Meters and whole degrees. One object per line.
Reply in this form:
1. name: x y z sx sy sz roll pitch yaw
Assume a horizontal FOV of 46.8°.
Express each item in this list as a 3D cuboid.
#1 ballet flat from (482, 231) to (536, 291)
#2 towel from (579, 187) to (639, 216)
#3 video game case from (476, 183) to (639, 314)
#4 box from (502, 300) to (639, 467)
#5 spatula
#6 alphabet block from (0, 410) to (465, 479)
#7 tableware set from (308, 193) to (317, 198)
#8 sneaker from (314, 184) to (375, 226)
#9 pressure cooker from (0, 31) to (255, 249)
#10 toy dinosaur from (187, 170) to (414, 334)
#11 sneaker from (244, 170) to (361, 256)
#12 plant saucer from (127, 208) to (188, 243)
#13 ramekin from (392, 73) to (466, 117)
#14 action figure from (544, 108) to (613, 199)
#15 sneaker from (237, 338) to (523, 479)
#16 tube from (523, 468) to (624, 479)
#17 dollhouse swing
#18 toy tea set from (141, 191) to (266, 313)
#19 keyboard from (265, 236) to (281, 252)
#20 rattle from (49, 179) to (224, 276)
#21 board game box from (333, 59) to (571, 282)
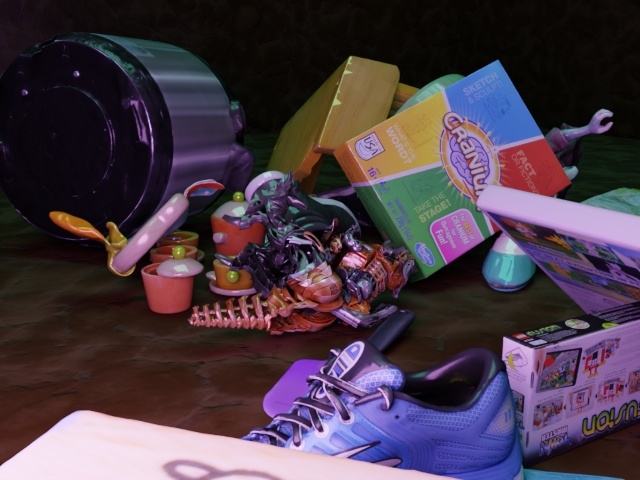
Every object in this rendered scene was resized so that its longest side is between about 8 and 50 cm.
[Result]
1. ballet flat: 0.319 0.009 1.209 0.083 0.087 0.247 9 17 23
2. towel: 0.585 0.006 1.167 0.321 0.090 0.375 -15 28 -41
3. video game case: 0.362 0.057 0.776 0.300 0.036 0.329 37 -8 -33
4. box: 0.255 0.128 0.694 0.207 0.114 0.036 -8 17 -31
5. spatula: 0.040 0.131 0.840 0.084 0.030 0.296 6 16 29
6. alphabet block: -0.051 0.198 0.261 0.197 0.193 0.192 5 17 17
7. tableware set: -0.049 -0.049 1.383 0.024 0.104 0.154 32 5 -33
8. sneaker: 0.042 -0.069 1.495 0.108 0.100 0.272 7 15 43
9. pressure cooker: -0.345 -0.195 1.397 0.376 0.369 0.420 -25 2 22
10. toy dinosaur: -0.019 0.039 0.962 0.322 0.164 0.218 2 38 -53
11. sneaker: 0.000 0.000 1.215 0.296 0.105 0.146 28 26 -55
12. plant saucer: -0.260 -0.018 1.195 0.119 0.021 0.119 -29 13 7
13. ramekin: 0.230 -0.168 1.408 0.148 0.303 0.303 45 34 20
14. action figure: 0.435 -0.141 1.480 0.276 0.248 0.370 5 12 20
15. sneaker: 0.001 0.145 0.551 0.330 0.147 0.130 -9 17 -22
16. tube: 0.176 0.208 0.520 0.080 0.052 0.207 5 10 19
17. dollhouse swing: 0.087 -0.175 1.581 0.305 0.315 0.347 27 -27 -18
18. toy tea set: -0.177 0.004 1.144 0.200 0.124 0.336 -1 14 -6
19. keyboard: -0.130 -0.008 1.415 0.072 0.014 0.256 -5 15 -21
20. rattle: -0.256 -0.056 1.055 0.143 0.199 0.130 46 14 5
21. board game box: 0.214 -0.115 1.181 0.317 0.242 0.064 -31 0 -20
